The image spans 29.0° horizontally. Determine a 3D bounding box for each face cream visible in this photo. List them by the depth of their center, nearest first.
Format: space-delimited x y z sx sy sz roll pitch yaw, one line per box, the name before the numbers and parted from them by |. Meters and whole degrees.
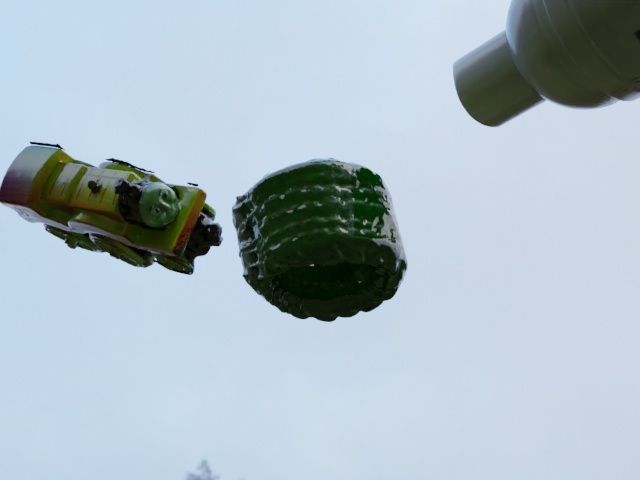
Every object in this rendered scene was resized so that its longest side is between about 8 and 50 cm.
face cream | 0.242 -0.184 0.984 0.145 0.145 0.370 39 -47 -23

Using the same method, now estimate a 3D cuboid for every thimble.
thimble | 0.000 0.000 0.923 0.130 0.090 0.118 4 -30 -28

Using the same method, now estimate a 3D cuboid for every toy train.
toy train | -0.251 -0.038 1.493 0.296 0.100 0.160 9 -21 41
